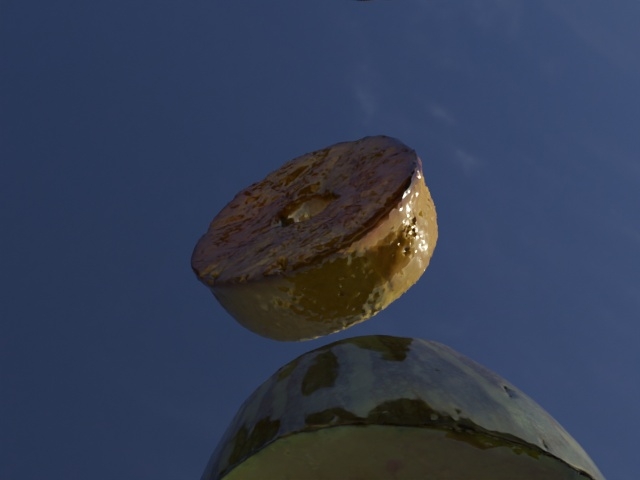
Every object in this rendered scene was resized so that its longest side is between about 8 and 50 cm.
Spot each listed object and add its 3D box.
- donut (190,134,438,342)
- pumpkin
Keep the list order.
[{"bbox_3d":[0.000,0.000,0.768,0.152,0.152,0.058,-43,-63,-28],"label":"donut"},{"bbox_3d":[0.038,0.126,0.661,0.217,0.217,0.110,10,-137,-12],"label":"pumpkin"}]
